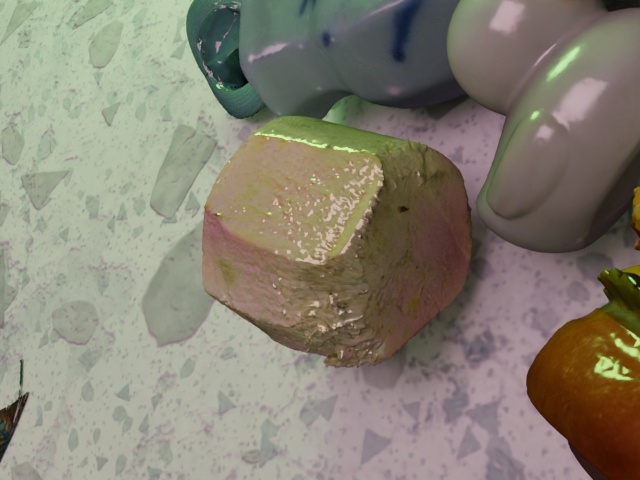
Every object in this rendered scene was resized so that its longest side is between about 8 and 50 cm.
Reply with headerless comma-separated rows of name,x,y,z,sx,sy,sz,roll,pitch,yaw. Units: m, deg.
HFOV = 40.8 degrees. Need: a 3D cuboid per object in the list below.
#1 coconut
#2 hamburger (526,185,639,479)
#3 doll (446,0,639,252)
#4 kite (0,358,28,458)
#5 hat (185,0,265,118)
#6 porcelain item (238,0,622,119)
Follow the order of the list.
coconut,0.000,0.000,0.842,0.245,0.233,0.233,13,81,42
hamburger,0.303,0.084,0.489,0.250,0.330,0.330,-55,47,7
doll,0.190,-0.120,0.720,0.221,0.221,0.251,56,143,39
kite,-0.498,0.275,1.300,0.183,0.010,0.160,-31,54,27
hat,-0.096,-0.248,1.137,0.138,0.078,0.190,-43,68,29
porcelain item,0.116,-0.265,0.888,0.405,0.178,0.242,-14,62,32
